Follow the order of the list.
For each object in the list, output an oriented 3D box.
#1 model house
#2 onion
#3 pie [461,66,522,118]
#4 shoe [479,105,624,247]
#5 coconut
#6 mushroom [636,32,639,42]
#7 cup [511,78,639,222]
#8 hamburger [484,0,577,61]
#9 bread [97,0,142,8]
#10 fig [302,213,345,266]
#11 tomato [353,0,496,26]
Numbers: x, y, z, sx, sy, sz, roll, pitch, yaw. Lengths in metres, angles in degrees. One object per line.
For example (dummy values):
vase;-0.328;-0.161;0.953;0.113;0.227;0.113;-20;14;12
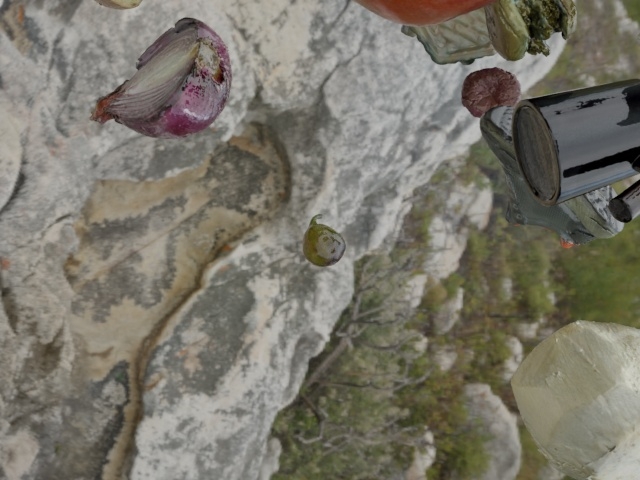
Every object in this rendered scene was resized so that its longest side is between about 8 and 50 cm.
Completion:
model house;0.389;-0.623;1.730;0.395;0.400;0.445;25;37;-7
onion;-0.328;-0.310;1.500;0.159;0.349;0.267;39;47;-40
pie;0.428;-0.369;1.735;0.038;0.154;0.153;56;40;-75
shoe;0.402;-0.105;1.312;0.336;0.171;0.132;40;47;-8
coconut;0.428;0.242;1.088;0.245;0.247;0.244;-10;128;-13
mushroom;0.525;-0.278;0.930;0.093;0.116;0.225;26;24;-33
cup;0.414;-0.120;1.031;0.177;0.166;0.239;-15;70;-3
hamburger;0.316;-0.375;1.084;0.159;0.131;0.184;6;66;-69
bread;-0.452;-0.569;1.441;0.160;0.169;0.140;30;84;-37
fig;0.000;0.000;1.261;0.084;0.082;0.098;-24;75;-37
tomato;0.140;-0.398;0.758;0.272;0.341;0.341;49;54;-13
